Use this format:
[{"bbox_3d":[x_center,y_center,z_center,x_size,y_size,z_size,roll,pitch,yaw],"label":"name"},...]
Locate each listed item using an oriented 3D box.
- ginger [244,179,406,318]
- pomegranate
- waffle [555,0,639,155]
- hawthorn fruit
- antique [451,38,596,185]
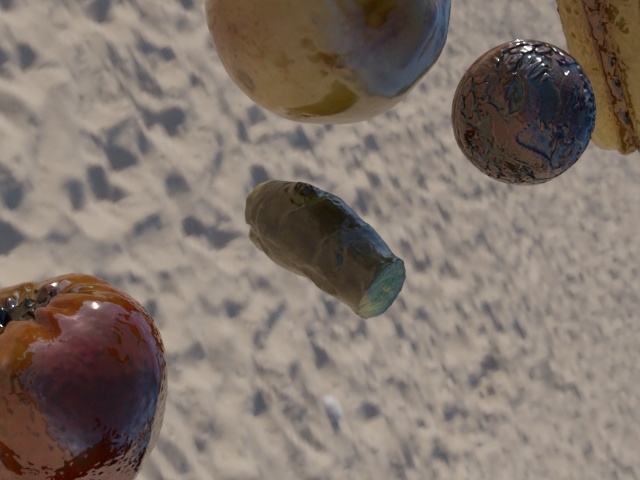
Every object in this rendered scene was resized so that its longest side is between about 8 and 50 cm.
[{"bbox_3d":[0.000,0.000,1.636,0.263,0.116,0.109,36,0,39],"label":"ginger"},{"bbox_3d":[-0.002,-0.311,1.613,0.338,0.338,0.338,54,21,-32],"label":"pomegranate"},{"bbox_3d":[0.313,-0.296,1.176,0.261,0.114,0.376,-42,126,-29],"label":"waffle"},{"bbox_3d":[-0.199,0.140,1.010,0.196,0.196,0.225,-81,159,-60],"label":"hawthorn fruit"},{"bbox_3d":[0.138,-0.086,0.877,0.104,0.104,0.104,54,21,-32],"label":"antique"}]
